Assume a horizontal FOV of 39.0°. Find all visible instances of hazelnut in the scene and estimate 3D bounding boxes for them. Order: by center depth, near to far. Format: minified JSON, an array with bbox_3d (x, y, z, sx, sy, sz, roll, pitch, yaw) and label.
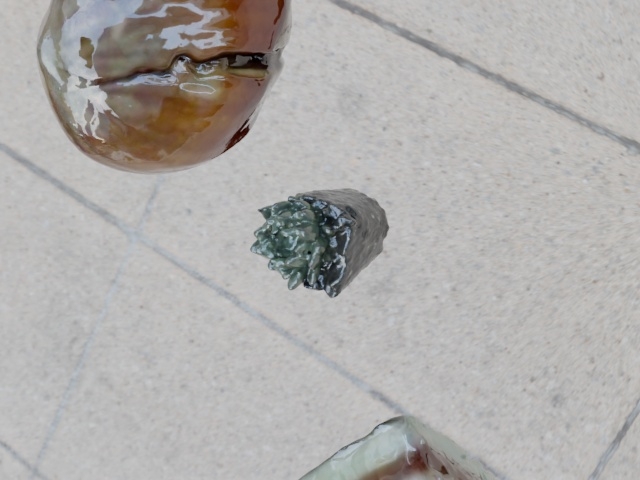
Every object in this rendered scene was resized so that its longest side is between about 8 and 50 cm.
[{"bbox_3d":[-0.123,-0.154,0.739,0.181,0.181,0.212,12,111,5],"label":"hazelnut"}]

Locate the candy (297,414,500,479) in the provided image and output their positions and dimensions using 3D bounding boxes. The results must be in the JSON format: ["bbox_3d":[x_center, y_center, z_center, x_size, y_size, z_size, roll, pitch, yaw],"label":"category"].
[{"bbox_3d":[0.092,0.265,0.636,0.179,0.320,0.135,-36,42,15],"label":"candy"}]

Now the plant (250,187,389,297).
[{"bbox_3d":[0.000,0.000,1.238,0.129,0.194,0.132,20,114,34],"label":"plant"}]
